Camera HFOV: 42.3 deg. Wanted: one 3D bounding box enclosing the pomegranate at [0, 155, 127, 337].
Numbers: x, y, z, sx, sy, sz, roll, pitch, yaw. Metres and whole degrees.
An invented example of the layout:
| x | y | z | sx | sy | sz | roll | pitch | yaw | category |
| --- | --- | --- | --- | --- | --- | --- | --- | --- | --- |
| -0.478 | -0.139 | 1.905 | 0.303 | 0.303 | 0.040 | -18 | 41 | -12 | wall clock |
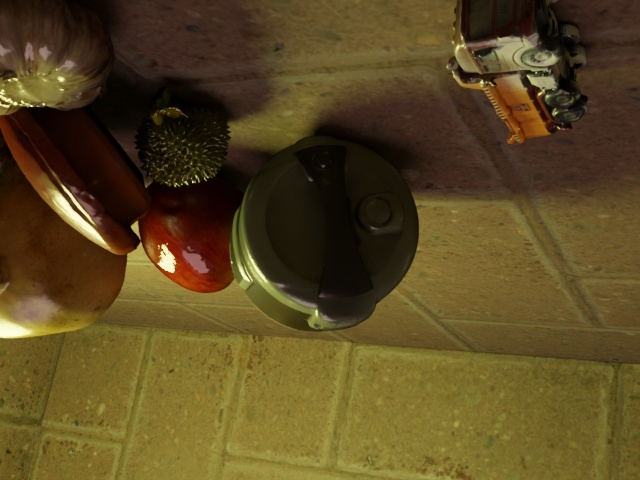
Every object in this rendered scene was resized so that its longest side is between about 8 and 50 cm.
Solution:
| x | y | z | sx | sy | sz | roll | pitch | yaw | category |
| --- | --- | --- | --- | --- | --- | --- | --- | --- | --- |
| -0.612 | 0.013 | 1.744 | 0.417 | 0.416 | 0.416 | 9 | 163 | 3 | pomegranate |

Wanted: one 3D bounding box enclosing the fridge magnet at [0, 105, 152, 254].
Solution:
| x | y | z | sx | sy | sz | roll | pitch | yaw | category |
| --- | --- | --- | --- | --- | --- | --- | --- | --- | --- |
| -0.418 | -0.134 | 1.404 | 0.363 | 0.155 | 0.363 | 50 | 172 | 10 | fridge magnet |

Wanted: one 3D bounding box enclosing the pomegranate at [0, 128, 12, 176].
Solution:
| x | y | z | sx | sy | sz | roll | pitch | yaw | category |
| --- | --- | --- | --- | --- | --- | --- | --- | --- | --- |
| -0.662 | -0.189 | 1.531 | 0.214 | 0.214 | 0.248 | 9 | -165 | 2 | pomegranate |

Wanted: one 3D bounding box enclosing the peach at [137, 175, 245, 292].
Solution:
| x | y | z | sx | sy | sz | roll | pitch | yaw | category |
| --- | --- | --- | --- | --- | --- | --- | --- | --- | --- |
| -0.258 | -0.026 | 1.728 | 0.281 | 0.238 | 0.281 | 43 | -173 | -6 | peach |

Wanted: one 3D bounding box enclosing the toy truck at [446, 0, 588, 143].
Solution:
| x | y | z | sx | sy | sz | roll | pitch | yaw | category |
| --- | --- | --- | --- | --- | --- | --- | --- | --- | --- |
| 0.246 | -0.221 | 1.018 | 0.135 | 0.114 | 0.270 | -5 | 161 | 27 | toy truck |

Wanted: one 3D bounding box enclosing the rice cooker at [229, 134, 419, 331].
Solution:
| x | y | z | sx | sy | sz | roll | pitch | yaw | category |
| --- | --- | --- | --- | --- | --- | --- | --- | --- | --- |
| 0.000 | 0.000 | 1.493 | 0.335 | 0.335 | 0.325 | 12 | 165 | -7 | rice cooker |

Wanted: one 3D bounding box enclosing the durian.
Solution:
| x | y | z | sx | sy | sz | roll | pitch | yaw | category |
| --- | --- | --- | --- | --- | --- | --- | --- | --- | --- |
| -0.232 | -0.161 | 1.408 | 0.159 | 0.146 | 0.198 | 12 | 172 | -22 | durian |

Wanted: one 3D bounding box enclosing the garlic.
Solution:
| x | y | z | sx | sy | sz | roll | pitch | yaw | category |
| --- | --- | --- | --- | --- | --- | --- | --- | --- | --- |
| -0.409 | -0.272 | 1.151 | 0.245 | 0.160 | 0.245 | -13 | 165 | -3 | garlic |
